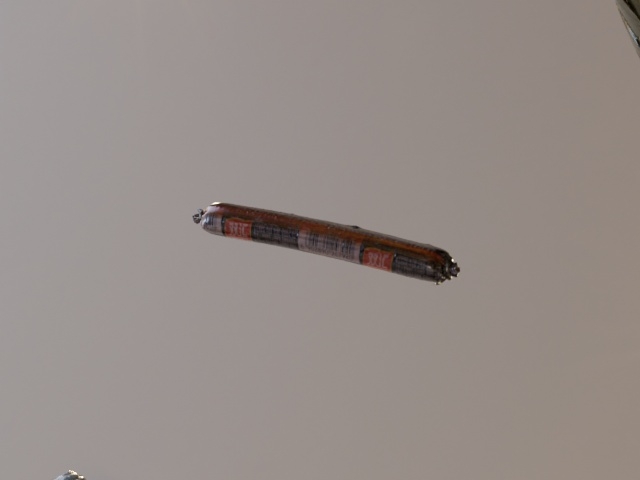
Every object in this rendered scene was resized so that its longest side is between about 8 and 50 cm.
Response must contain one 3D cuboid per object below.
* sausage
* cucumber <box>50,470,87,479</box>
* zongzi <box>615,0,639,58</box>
[{"bbox_3d":[0.000,0.000,0.722,0.198,0.025,0.028,11,-77,23],"label":"sausage"},{"bbox_3d":[-0.208,0.225,0.784,0.064,0.064,0.112,42,-127,11],"label":"cucumber"},{"bbox_3d":[0.236,-0.140,0.733,0.081,0.189,0.178,-5,-98,36],"label":"zongzi"}]
